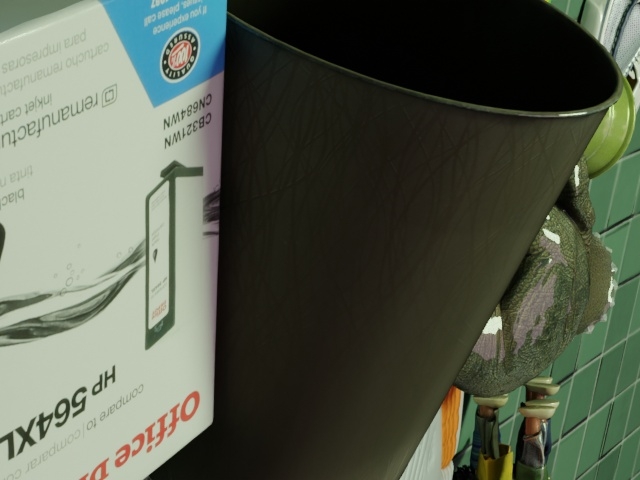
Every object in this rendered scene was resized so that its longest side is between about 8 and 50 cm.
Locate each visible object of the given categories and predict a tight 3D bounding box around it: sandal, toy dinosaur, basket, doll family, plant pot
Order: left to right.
[{"bbox_3d":[0.000,0.000,0.679,0.154,0.204,0.227,-27,139,-50],"label":"basket"},{"bbox_3d":[0.030,0.113,0.903,0.265,0.076,0.102,14,83,-77],"label":"sandal"},{"bbox_3d":[0.122,0.150,1.061,0.193,0.076,0.111,-28,117,-78],"label":"doll family"},{"bbox_3d":[0.108,0.018,0.909,0.313,0.121,0.160,-47,125,-64],"label":"toy dinosaur"},{"bbox_3d":[0.144,-0.082,1.011,0.079,0.083,0.083,8,100,-51],"label":"plant pot"}]

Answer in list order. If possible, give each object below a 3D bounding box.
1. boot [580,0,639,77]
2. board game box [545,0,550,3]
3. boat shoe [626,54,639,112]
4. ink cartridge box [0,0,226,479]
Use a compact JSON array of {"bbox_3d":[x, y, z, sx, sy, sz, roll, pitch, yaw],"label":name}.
[{"bbox_3d":[0.244,-0.183,1.117,0.069,0.086,0.190,19,89,-63],"label":"boot"},{"bbox_3d":[0.102,-0.261,0.793,0.213,0.046,0.317,58,46,-56],"label":"board game box"},{"bbox_3d":[0.228,-0.128,1.182,0.100,0.035,0.035,-65,156,2],"label":"boat shoe"},{"bbox_3d":[-0.107,0.002,0.567,0.148,0.086,0.203,-36,136,-50],"label":"ink cartridge box"}]
